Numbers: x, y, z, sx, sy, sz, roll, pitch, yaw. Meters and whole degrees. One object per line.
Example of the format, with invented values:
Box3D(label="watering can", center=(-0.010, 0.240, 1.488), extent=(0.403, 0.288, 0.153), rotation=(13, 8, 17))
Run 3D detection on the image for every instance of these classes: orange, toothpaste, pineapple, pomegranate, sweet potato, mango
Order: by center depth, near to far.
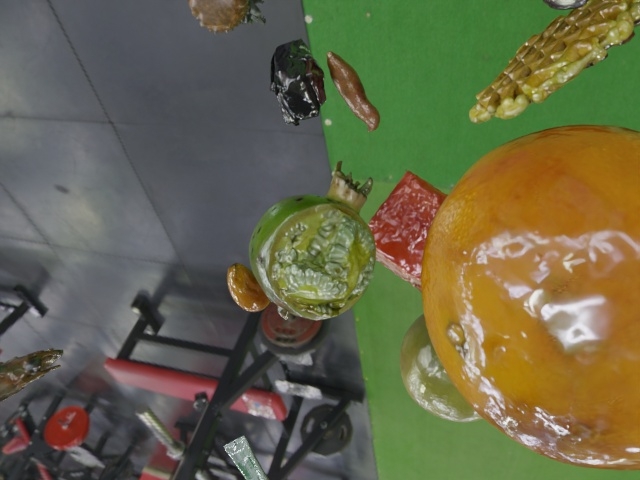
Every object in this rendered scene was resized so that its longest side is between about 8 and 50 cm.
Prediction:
Box3D(label="orange", center=(0.202, 0.041, 0.412), extent=(0.261, 0.261, 0.261), rotation=(13, 141, 11))
Box3D(label="pomegranate", center=(0.000, 0.000, 1.067), extent=(0.260, 0.341, 0.260), rotation=(27, 167, 7))
Box3D(label="pineapple", center=(-0.176, -0.490, 1.078), extent=(0.130, 0.277, 0.119), rotation=(-18, 111, 12))
Box3D(label="sweet potato", center=(0.069, -0.308, 1.088), extent=(0.055, 0.058, 0.202), rotation=(-4, 136, 45))
Box3D(label="toothpaste", center=(-0.154, 0.575, 1.272), extent=(0.064, 0.041, 0.218), rotation=(-30, 93, 12))
Box3D(label="mango", center=(-0.196, 0.129, 1.387), extent=(0.084, 0.105, 0.159), rotation=(-18, 135, 37))

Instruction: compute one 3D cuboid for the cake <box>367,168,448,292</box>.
Box3D(label="cake", center=(0.288, -0.012, 1.536), extent=(0.270, 0.269, 0.319), rotation=(36, -178, 17))

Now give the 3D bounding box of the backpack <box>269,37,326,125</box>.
Box3D(label="backpack", center=(-0.045, -0.331, 1.064), extent=(0.105, 0.165, 0.120), rotation=(-11, 149, 16))

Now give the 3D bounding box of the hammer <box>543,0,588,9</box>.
Box3D(label="hammer", center=(0.291, -0.455, 0.816), extent=(0.408, 0.242, 0.095), rotation=(25, 148, 44))

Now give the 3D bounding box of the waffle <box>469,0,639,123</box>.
Box3D(label="waffle", center=(0.395, -0.315, 0.906), extent=(0.300, 0.281, 0.058), rotation=(-42, 104, 3))

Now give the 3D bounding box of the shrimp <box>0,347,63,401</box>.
Box3D(label="shrimp", center=(-0.411, 0.142, 0.553), extent=(0.143, 0.251, 0.052), rotation=(48, 128, 33))

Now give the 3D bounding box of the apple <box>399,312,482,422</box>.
Box3D(label="apple", center=(0.343, 0.299, 1.309), extent=(0.291, 0.292, 0.254), rotation=(14, 157, 9))
